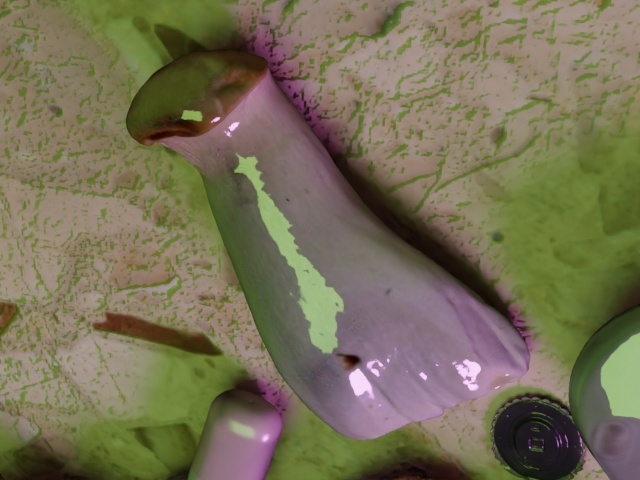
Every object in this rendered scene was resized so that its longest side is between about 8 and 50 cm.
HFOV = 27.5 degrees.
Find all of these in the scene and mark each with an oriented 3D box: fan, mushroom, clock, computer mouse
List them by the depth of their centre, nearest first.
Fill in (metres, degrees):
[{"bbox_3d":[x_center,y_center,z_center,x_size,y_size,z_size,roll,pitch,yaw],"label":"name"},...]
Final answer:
[{"bbox_3d":[0.304,0.158,0.901,0.197,0.095,0.331,-13,125,38],"label":"computer mouse"},{"bbox_3d":[0.000,0.000,0.929,0.159,0.122,0.328,-36,106,-2],"label":"mushroom"},{"bbox_3d":[0.167,0.153,1.004,0.074,0.010,0.083,4,122,21],"label":"clock"},{"bbox_3d":[-0.089,0.224,1.117,0.130,0.074,0.244,23,126,8],"label":"fan"}]

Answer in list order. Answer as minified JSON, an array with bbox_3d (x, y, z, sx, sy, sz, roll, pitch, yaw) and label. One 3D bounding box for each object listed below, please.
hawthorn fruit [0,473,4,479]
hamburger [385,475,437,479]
[{"bbox_3d":[-0.263,0.339,1.165,0.235,0.231,0.263,15,132,1],"label":"hawthorn fruit"},{"bbox_3d":[0.068,0.230,1.055,0.176,0.087,0.102,-2,107,33],"label":"hamburger"}]
